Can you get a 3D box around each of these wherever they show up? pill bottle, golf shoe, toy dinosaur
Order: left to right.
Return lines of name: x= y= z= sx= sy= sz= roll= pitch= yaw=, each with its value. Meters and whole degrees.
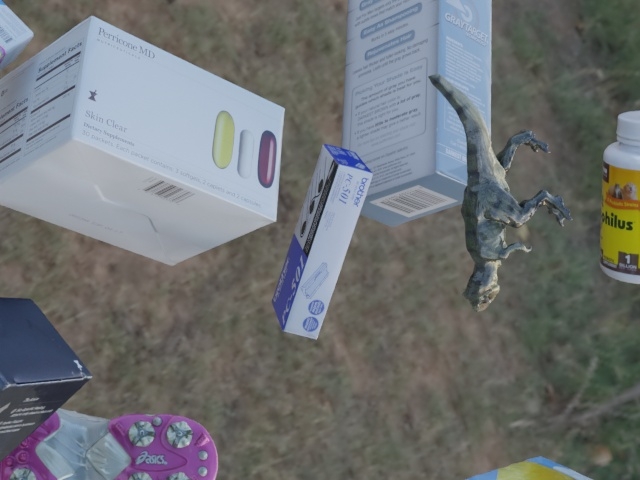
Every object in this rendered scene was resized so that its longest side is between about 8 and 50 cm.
golf shoe: x=-0.257 y=0.223 z=1.287 sx=0.306 sy=0.140 sz=0.115 roll=11 pitch=71 yaw=-1
toy dinosaur: x=0.186 y=-0.052 z=1.303 sx=0.118 sy=0.064 sz=0.268 roll=-19 pitch=112 yaw=-20
pill bottle: x=0.429 y=-0.058 z=1.677 sx=0.117 sy=0.117 sz=0.214 roll=-26 pitch=119 yaw=-54

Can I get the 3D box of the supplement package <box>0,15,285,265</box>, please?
supplement package: x=-0.204 y=-0.099 z=1.400 sx=0.262 sy=0.204 sz=0.145 roll=22 pitch=61 yaw=-37

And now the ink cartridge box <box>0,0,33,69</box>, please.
ink cartridge box: x=-0.368 y=-0.206 z=1.304 sx=0.088 sy=0.052 sz=0.122 roll=46 pitch=36 yaw=-6

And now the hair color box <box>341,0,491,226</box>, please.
hair color box: x=0.132 y=-0.226 z=1.751 sx=0.114 sy=0.185 sz=0.374 roll=19 pitch=65 yaw=-39

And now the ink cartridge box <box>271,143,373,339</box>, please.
ink cartridge box: x=0.000 y=0.000 z=1.485 sx=0.046 sy=0.207 sz=0.097 roll=14 pitch=15 yaw=-15

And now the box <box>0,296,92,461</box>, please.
box: x=-0.289 y=0.126 z=0.998 sx=0.093 sy=0.158 sz=0.156 roll=50 pitch=7 yaw=11

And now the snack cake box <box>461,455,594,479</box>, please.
snack cake box: x=0.114 y=0.257 z=0.911 sx=0.264 sy=0.089 sz=0.152 roll=0 pitch=108 yaw=-54
